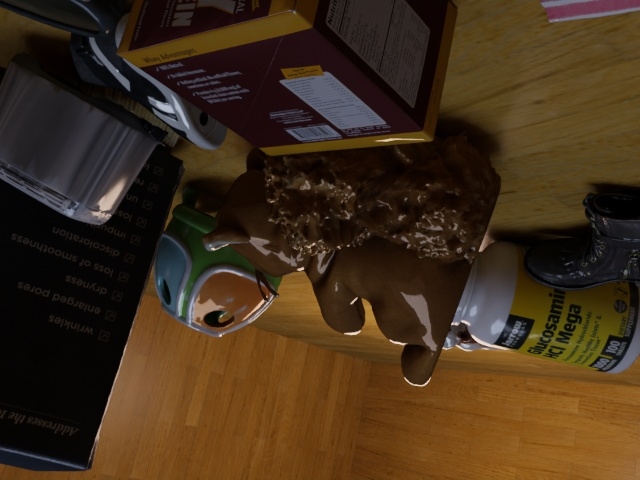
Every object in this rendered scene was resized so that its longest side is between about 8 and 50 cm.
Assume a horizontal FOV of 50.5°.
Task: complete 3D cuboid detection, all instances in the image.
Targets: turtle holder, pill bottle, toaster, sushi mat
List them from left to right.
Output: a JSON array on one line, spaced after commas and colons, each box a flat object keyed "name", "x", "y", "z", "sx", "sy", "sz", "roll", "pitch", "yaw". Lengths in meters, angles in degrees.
[{"name": "toaster", "x": -0.309, "y": -0.117, "z": 0.845, "sx": 0.227, "sy": 0.146, "sz": 0.129, "roll": 29, "pitch": 180, "yaw": 8}, {"name": "sushi mat", "x": -0.285, "y": -0.174, "z": 1.005, "sx": 0.151, "sy": 0.019, "sz": 0.316, "roll": 18, "pitch": 164, "yaw": -17}, {"name": "turtle holder", "x": -0.219, "y": 0.039, "z": 1.289, "sx": 0.320, "sy": 0.227, "sz": 0.243, "roll": 25, "pitch": 178, "yaw": 27}, {"name": "pill bottle", "x": 0.370, "y": 0.106, "z": 1.177, "sx": 0.334, "sy": 0.188, "sz": 0.188, "roll": 12, "pitch": 165, "yaw": 0}]

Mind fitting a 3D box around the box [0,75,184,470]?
[{"name": "box", "x": -0.513, "y": 0.037, "z": 0.959, "sx": 0.480, "sy": 0.471, "sz": 0.297, "roll": 25, "pitch": 150, "yaw": -25}]

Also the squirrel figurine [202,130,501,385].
[{"name": "squirrel figurine", "x": 0.031, "y": -0.032, "z": 0.930, "sx": 0.370, "sy": 0.281, "sz": 0.397, "roll": 20, "pitch": 153, "yaw": 11}]

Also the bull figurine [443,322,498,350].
[{"name": "bull figurine", "x": 0.361, "y": 0.142, "z": 1.315, "sx": 0.310, "sy": 0.188, "sz": 0.101, "roll": 13, "pitch": 165, "yaw": -2}]

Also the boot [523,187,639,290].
[{"name": "boot", "x": 0.404, "y": -0.008, "z": 0.966, "sx": 0.263, "sy": 0.091, "sz": 0.229, "roll": -1, "pitch": 155, "yaw": 29}]

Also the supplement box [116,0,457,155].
[{"name": "supplement box", "x": -0.022, "y": -0.175, "z": 0.572, "sx": 0.191, "sy": 0.129, "sz": 0.194, "roll": 1, "pitch": 161, "yaw": 38}]

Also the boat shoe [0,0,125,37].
[{"name": "boat shoe", "x": -0.314, "y": -0.257, "z": 0.580, "sx": 0.303, "sy": 0.091, "sz": 0.114, "roll": 13, "pitch": 165, "yaw": -3}]

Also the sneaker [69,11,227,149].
[{"name": "sneaker", "x": -0.203, "y": -0.187, "z": 0.801, "sx": 0.121, "sy": 0.079, "sz": 0.217, "roll": 9, "pitch": 157, "yaw": 26}]

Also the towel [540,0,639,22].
[{"name": "towel", "x": 0.203, "y": -0.215, "z": 0.450, "sx": 0.144, "sy": 0.029, "sz": 0.197, "roll": 3, "pitch": 165, "yaw": 33}]
